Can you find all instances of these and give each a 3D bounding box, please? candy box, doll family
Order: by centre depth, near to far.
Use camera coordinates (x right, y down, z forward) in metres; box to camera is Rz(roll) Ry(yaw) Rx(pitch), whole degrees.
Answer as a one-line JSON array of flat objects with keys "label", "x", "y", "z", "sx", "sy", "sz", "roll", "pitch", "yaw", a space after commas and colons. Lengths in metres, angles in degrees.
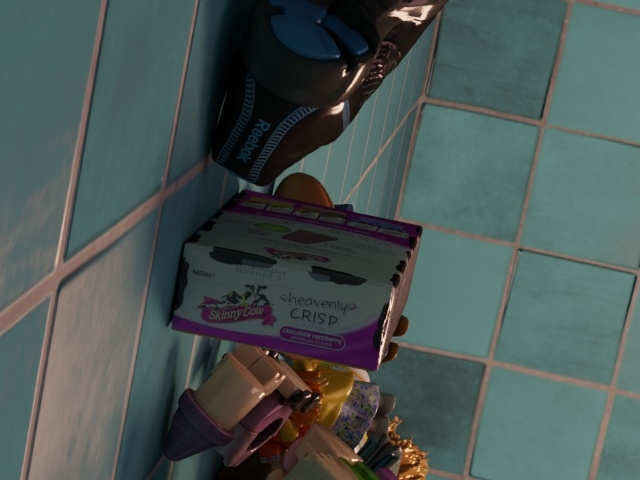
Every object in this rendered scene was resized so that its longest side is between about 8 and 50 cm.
[{"label": "candy box", "x": -0.012, "y": 0.027, "z": 1.462, "sx": 0.233, "sy": 0.159, "sz": 0.071, "roll": -51, "pitch": 152, "yaw": -76}, {"label": "doll family", "x": 0.001, "y": 0.099, "z": 1.826, "sx": 0.118, "sy": 0.163, "sz": 0.263, "roll": -8, "pitch": -115, "yaw": 59}]

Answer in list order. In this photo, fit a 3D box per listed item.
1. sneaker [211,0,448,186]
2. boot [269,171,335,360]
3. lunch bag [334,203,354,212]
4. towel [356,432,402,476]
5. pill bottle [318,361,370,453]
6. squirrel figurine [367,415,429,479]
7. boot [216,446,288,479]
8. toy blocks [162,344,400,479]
[{"label": "sneaker", "x": 0.001, "y": -0.158, "z": 1.472, "sx": 0.140, "sy": 0.125, "sz": 0.341, "roll": -60, "pitch": 173, "yaw": 30}, {"label": "boot", "x": -0.031, "y": -0.005, "z": 1.697, "sx": 0.152, "sy": 0.073, "sz": 0.197, "roll": 65, "pitch": 21, "yaw": -58}, {"label": "lunch bag", "x": 0.000, "y": 0.000, "z": 2.026, "sx": 0.098, "sy": 0.065, "sz": 0.067, "roll": -62, "pitch": 148, "yaw": -66}, {"label": "towel", "x": -0.032, "y": 0.328, "z": 1.921, "sx": 0.271, "sy": 0.040, "sz": 0.370, "roll": -39, "pitch": 167, "yaw": -12}, {"label": "pill bottle", "x": 0.003, "y": 0.213, "z": 2.250, "sx": 0.208, "sy": 0.117, "sz": 0.118, "roll": -64, "pitch": 165, "yaw": -67}, {"label": "squirrel figurine", "x": 0.027, "y": 0.446, "z": 2.617, "sx": 0.370, "sy": 0.281, "sz": 0.397, "roll": 50, "pitch": 38, "yaw": -70}, {"label": "boot", "x": -0.072, "y": 0.239, "z": 1.897, "sx": 0.158, "sy": 0.059, "sz": 0.085, "roll": -58, "pitch": 165, "yaw": -48}, {"label": "toy blocks", "x": -0.058, "y": 0.275, "z": 1.536, "sx": 0.260, "sy": 0.309, "sz": 0.288, "roll": -46, "pitch": 163, "yaw": 5}]
